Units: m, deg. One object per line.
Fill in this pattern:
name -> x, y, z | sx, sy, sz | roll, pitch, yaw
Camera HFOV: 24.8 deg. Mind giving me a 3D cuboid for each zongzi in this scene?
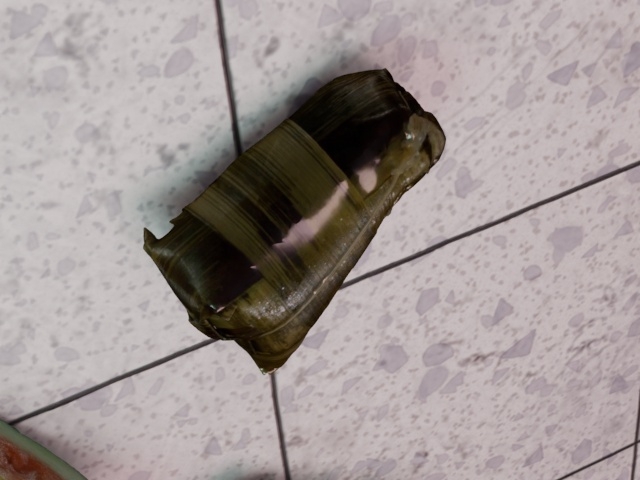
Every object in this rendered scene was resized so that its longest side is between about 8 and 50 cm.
zongzi -> 0.000, 0.000, 1.372 | 0.286, 0.134, 0.288 | -40, 150, -5

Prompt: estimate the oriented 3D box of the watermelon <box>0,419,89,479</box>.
watermelon -> -0.287, 0.264, 1.299 | 0.250, 0.292, 0.283 | -41, 112, -38
